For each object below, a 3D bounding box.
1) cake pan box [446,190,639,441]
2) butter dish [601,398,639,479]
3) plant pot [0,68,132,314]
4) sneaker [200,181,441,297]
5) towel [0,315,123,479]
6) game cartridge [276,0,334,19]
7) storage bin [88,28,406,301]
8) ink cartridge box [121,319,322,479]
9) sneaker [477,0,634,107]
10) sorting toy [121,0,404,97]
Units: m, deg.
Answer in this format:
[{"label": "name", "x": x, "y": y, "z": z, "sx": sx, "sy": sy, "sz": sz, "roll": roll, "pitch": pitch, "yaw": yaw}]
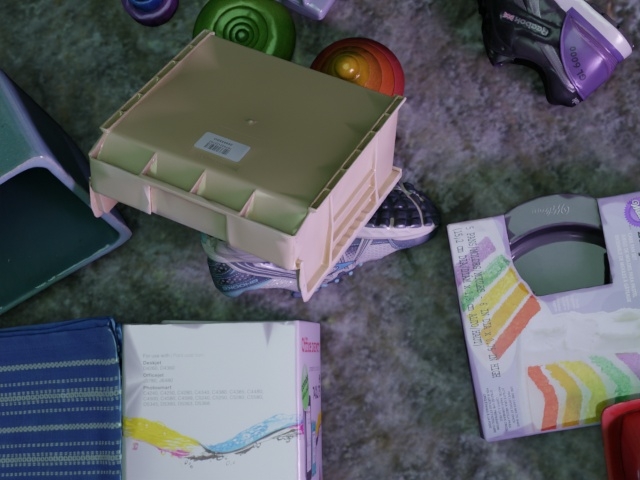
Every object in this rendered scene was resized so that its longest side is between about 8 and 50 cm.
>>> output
[{"label": "cake pan box", "x": 0.283, "y": 0.081, "z": 1.491, "sx": 0.246, "sy": 0.070, "sz": 0.266, "roll": -8, "pitch": 84, "yaw": 4}, {"label": "butter dish", "x": 0.396, "y": 0.250, "z": 1.411, "sx": 0.160, "sy": 0.118, "sz": 0.160, "roll": -11, "pitch": 124, "yaw": 5}, {"label": "plant pot", "x": -0.410, "y": -0.084, "z": 1.507, "sx": 0.248, "sy": 0.247, "sz": 0.252, "roll": -30, "pitch": 64, "yaw": 4}, {"label": "sneaker", "x": 0.000, "y": 0.000, "z": 1.524, "sx": 0.283, "sy": 0.122, "sz": 0.110, "roll": -6, "pitch": 41, "yaw": -10}, {"label": "towel", "x": -0.317, "y": 0.261, "z": 1.498, "sx": 0.243, "sy": 0.040, "sz": 0.336, "roll": -7, "pitch": 80, "yaw": 27}, {"label": "game cartridge", "x": -0.073, "y": -0.407, "z": 1.561, "sx": 0.294, "sy": 0.060, "sz": 0.196, "roll": 30, "pitch": 80, "yaw": 11}, {"label": "storage bin", "x": -0.077, "y": -0.086, "z": 1.428, "sx": 0.262, "sy": 0.123, "sz": 0.260, "roll": 22, "pitch": 46, "yaw": 17}, {"label": "ink cartridge box", "x": -0.105, "y": 0.224, "z": 1.457, "sx": 0.197, "sy": 0.198, "sz": 0.270, "roll": -2, "pitch": 86, "yaw": 7}, {"label": "sneaker", "x": 0.217, "y": -0.272, "z": 1.513, "sx": 0.283, "sy": 0.107, "sz": 0.124, "roll": 44, "pitch": 97, "yaw": 8}, {"label": "sorting toy", "x": -0.077, "y": -0.240, "z": 1.531, "sx": 0.366, "sy": 0.126, "sz": 0.127, "roll": 24, "pitch": 88, "yaw": 7}]
